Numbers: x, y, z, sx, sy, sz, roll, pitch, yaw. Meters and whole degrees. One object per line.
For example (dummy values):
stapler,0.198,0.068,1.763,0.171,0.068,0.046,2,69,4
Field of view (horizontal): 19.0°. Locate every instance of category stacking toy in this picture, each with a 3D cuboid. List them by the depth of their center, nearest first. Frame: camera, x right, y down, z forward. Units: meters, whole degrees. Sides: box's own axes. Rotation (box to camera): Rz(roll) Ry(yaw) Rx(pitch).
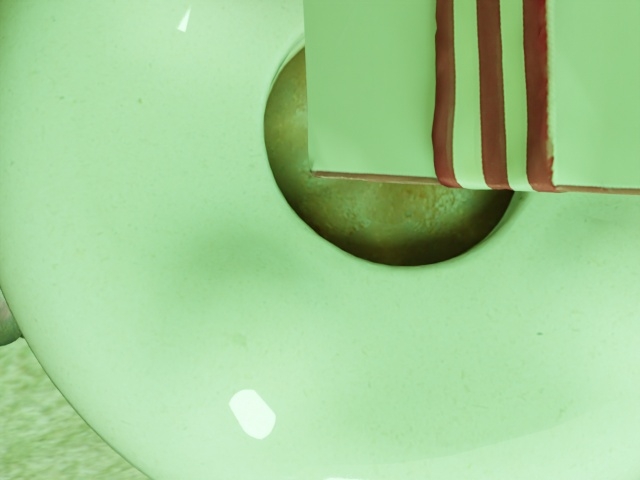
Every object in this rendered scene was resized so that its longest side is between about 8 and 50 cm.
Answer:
stacking toy,0.000,0.000,0.988,0.351,0.350,0.480,-8,169,-11

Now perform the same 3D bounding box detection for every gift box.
gift box,0.147,-0.154,0.649,0.276,0.258,0.255,-8,-172,-37

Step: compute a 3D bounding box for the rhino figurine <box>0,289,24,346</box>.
rhino figurine,-0.183,0.031,1.117,0.243,0.073,0.106,10,148,-34
